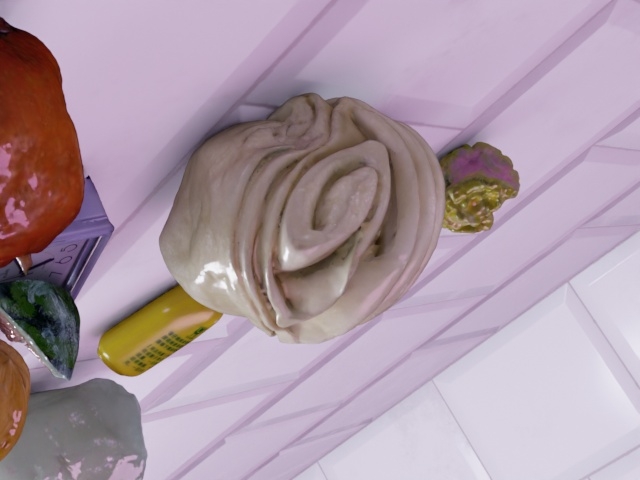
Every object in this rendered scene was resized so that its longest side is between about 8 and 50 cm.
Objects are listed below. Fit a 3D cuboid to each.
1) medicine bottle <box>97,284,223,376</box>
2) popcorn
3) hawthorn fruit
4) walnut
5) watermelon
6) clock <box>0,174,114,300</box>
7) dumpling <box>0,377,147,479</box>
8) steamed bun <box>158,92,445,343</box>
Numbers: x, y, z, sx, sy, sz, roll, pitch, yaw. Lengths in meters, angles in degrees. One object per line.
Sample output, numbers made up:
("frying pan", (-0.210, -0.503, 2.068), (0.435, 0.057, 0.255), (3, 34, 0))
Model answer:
("medicine bottle", (-0.170, 0.089, 1.402), (0.309, 0.076, 0.111), (-33, 162, 8))
("popcorn", (0.223, -0.078, 1.497), (0.145, 0.126, 0.126), (-52, 173, -13))
("hawthorn fruit", (-0.246, -0.073, 0.712), (0.173, 0.179, 0.173), (-40, -179, 1))
("walnut", (-0.430, 0.200, 1.185), (0.207, 0.159, 0.159), (-45, 157, 20))
("watermelon", (-0.289, 0.088, 1.006), (0.080, 0.101, 0.155), (-14, 150, -9))
("clock", (-0.310, 0.018, 1.018), (0.144, 0.073, 0.193), (-15, 157, -38))
("dumpling", (-0.424, 0.327, 1.467), (0.320, 0.212, 0.270), (-24, 129, 25))
("steamed bun", (0.004, -0.011, 1.086), (0.289, 0.203, 0.276), (13, 110, -31))
